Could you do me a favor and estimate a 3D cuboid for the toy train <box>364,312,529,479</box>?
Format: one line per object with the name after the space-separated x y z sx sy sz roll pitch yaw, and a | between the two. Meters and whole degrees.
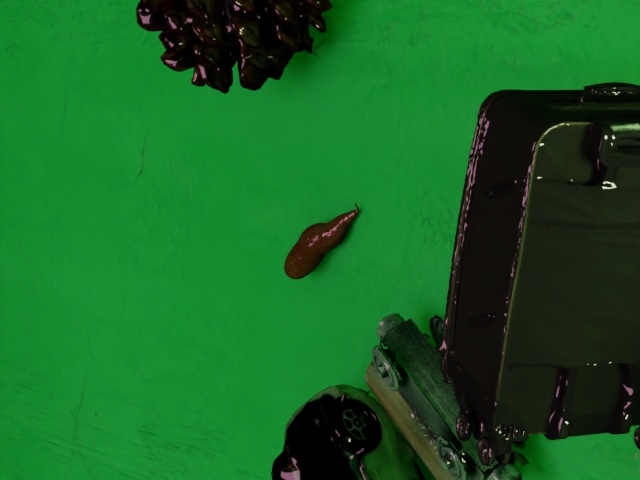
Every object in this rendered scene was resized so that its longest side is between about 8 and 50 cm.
0.177 0.237 2.111 0.307 0.126 0.189 52 167 30 | toy train

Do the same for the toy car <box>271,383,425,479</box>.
0.079 0.386 2.211 0.213 0.176 0.358 -47 58 46 | toy car

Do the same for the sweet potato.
0.000 0.000 2.312 0.195 0.056 0.056 -42 66 41 | sweet potato

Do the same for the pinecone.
-0.138 -0.355 2.244 0.298 0.242 0.296 53 133 21 | pinecone

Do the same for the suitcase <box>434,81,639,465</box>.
0.299 0.029 1.759 0.194 0.283 0.433 -132 44 -59 | suitcase
